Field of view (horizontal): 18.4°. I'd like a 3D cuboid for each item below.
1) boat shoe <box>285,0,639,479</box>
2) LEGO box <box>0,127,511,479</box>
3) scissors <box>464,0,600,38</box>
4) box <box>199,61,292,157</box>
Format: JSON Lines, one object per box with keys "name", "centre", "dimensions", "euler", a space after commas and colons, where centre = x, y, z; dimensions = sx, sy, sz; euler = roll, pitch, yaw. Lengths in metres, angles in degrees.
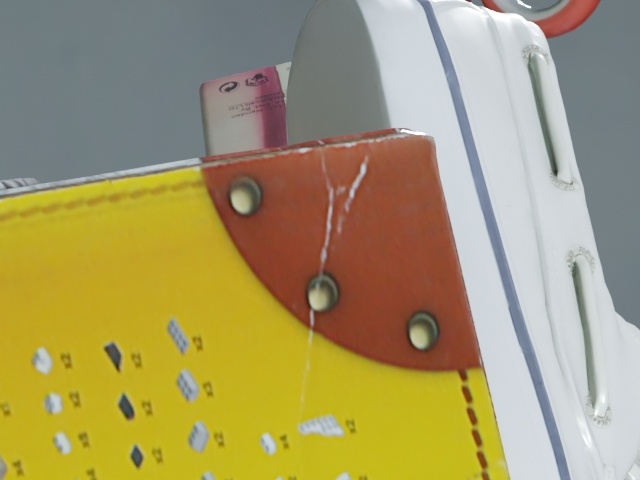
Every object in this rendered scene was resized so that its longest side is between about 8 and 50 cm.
{"name": "boat shoe", "centre": [0.057, 0.047, 0.581], "dimensions": [0.096, 0.088, 0.267], "euler": [127, -44, -53]}
{"name": "LEGO box", "centre": [-0.094, 0.255, 0.512], "dimensions": [0.193, 0.372, 0.500], "euler": [-11, 86, -34]}
{"name": "scissors", "centre": [0.044, -0.209, 0.764], "dimensions": [0.021, 0.109, 0.297], "euler": [-15, 97, -54]}
{"name": "box", "centre": [0.000, 0.000, 1.275], "dimensions": [0.232, 0.127, 0.148], "euler": [-100, 178, -57]}
